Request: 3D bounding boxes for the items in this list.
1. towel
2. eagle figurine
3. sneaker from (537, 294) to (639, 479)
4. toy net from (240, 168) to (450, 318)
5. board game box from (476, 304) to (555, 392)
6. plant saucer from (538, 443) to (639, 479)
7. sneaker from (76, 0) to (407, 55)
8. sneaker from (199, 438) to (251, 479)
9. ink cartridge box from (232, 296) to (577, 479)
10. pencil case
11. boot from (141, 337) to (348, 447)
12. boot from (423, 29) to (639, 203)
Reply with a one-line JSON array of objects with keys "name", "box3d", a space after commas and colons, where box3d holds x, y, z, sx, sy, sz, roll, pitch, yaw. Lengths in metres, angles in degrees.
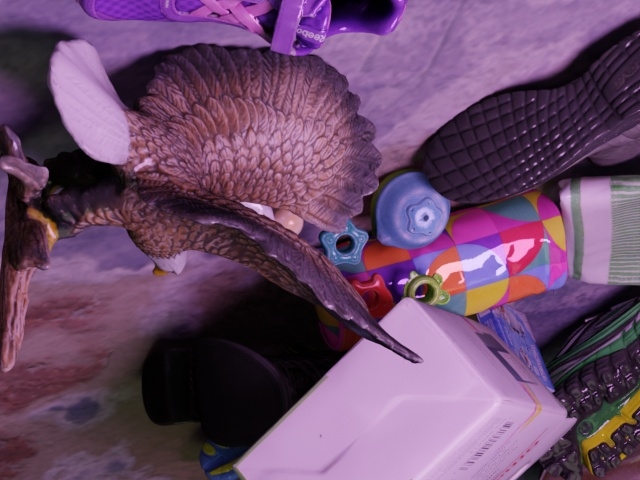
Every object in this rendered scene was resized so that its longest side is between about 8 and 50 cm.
[{"name": "towel", "box3d": [0.380, 0.000, 1.649, 0.325, 0.038, 0.248, 5, 162, 12]}, {"name": "eagle figurine", "box3d": [-0.077, -0.026, 1.291, 0.298, 0.226, 0.225, 0, -176, -8]}, {"name": "sneaker", "box3d": [0.338, 0.094, 1.894, 0.343, 0.146, 0.134, -37, 112, 0]}, {"name": "toy net", "box3d": [0.000, 0.000, 1.512, 0.232, 0.045, 0.122, 2, 103, -20]}, {"name": "board game box", "box3d": [0.192, 0.105, 1.816, 0.020, 0.090, 0.090, -30, 151, 21]}, {"name": "plant saucer", "box3d": [0.397, 0.223, 2.205, 0.311, 0.050, 0.310, -18, 152, -10]}, {"name": "sneaker", "box3d": [-0.041, -0.167, 1.181, 0.236, 0.104, 0.095, -8, 149, -23]}, {"name": "sneaker", "box3d": [-0.033, 0.183, 1.830, 0.188, 0.067, 0.078, -28, 172, 5]}, {"name": "ink cartridge box", "box3d": [0.087, 0.173, 1.580, 0.207, 0.119, 0.353, -44, 162, 8]}, {"name": "pencil case", "box3d": [0.105, 0.025, 1.615, 0.236, 0.104, 0.104, -15, 150, -15]}, {"name": "boot", "box3d": [-0.016, 0.122, 1.636, 0.229, 0.091, 0.263, -3, -178, -29]}, {"name": "boot", "box3d": [0.220, -0.084, 1.540, 0.246, 0.083, 0.161, -26, 161, 13]}]
